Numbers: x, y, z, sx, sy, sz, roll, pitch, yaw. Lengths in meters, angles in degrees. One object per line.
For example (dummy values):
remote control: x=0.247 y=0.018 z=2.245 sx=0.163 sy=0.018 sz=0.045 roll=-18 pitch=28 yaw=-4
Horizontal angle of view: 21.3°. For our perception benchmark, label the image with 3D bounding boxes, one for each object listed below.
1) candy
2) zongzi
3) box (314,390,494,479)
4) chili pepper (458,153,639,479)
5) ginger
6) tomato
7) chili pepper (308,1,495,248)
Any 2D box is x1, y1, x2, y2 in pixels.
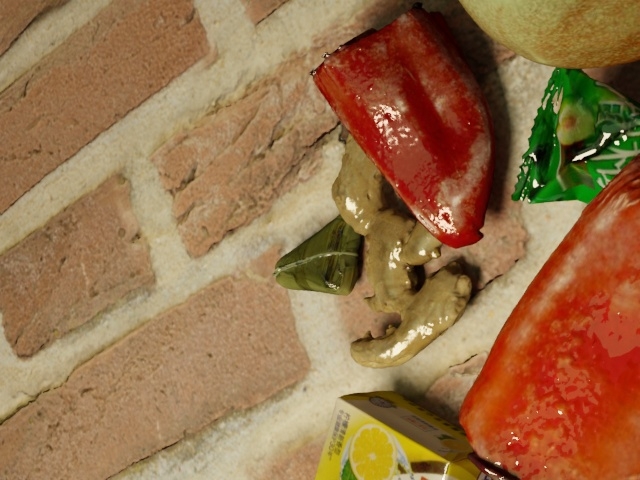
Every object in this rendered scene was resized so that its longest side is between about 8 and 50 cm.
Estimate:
candy: x=0.290 y=-0.079 z=1.555 sx=0.203 sy=0.078 sz=0.141 roll=20 pitch=115 yaw=21
zongzi: x=0.000 y=0.000 z=1.841 sx=0.104 sy=0.052 sz=0.113 roll=5 pitch=84 yaw=40
box: x=0.069 y=0.305 z=1.740 sx=0.168 sy=0.097 sz=0.265 roll=28 pitch=108 yaw=40
chili pepper: x=0.292 y=0.099 z=1.437 sx=0.251 sy=0.229 sz=0.305 roll=37 pitch=106 yaw=23
ginger: x=0.085 y=0.000 z=1.757 sx=0.149 sy=0.065 sz=0.258 roll=-11 pitch=76 yaw=29
tomato: x=0.240 y=-0.306 z=1.490 sx=0.303 sy=0.239 sz=0.303 roll=-5 pitch=83 yaw=45
chili pepper: x=0.111 y=-0.113 z=1.708 sx=0.252 sy=0.144 sz=0.136 roll=59 pitch=151 yaw=16
